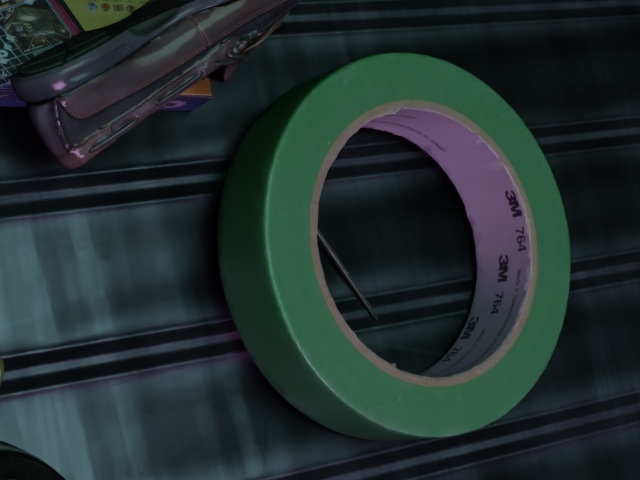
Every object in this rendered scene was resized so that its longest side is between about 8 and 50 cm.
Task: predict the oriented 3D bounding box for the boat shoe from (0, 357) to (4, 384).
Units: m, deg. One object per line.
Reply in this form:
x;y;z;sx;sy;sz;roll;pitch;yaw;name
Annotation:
-0.275;0.151;1.013;0.059;0.063;0.170;24;58;-20;boat shoe

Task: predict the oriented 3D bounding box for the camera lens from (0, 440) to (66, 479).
-0.267;0.240;0.832;0.219;0.274;0.219;44;38;-49;camera lens

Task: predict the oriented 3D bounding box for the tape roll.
0.069;0.006;1.216;0.321;0.077;0.321;6;79;-33;tape roll

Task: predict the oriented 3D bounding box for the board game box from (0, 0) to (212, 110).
-0.210;-0.188;1.138;0.243;0.042;0.165;-1;79;-30;board game box

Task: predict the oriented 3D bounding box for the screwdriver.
0.000;0.000;1.233;0.024;0.025;0.170;-42;109;-31;screwdriver

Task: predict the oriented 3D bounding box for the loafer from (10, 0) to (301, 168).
-0.110;-0.146;1.120;0.267;0.096;0.084;-30;114;-25;loafer
